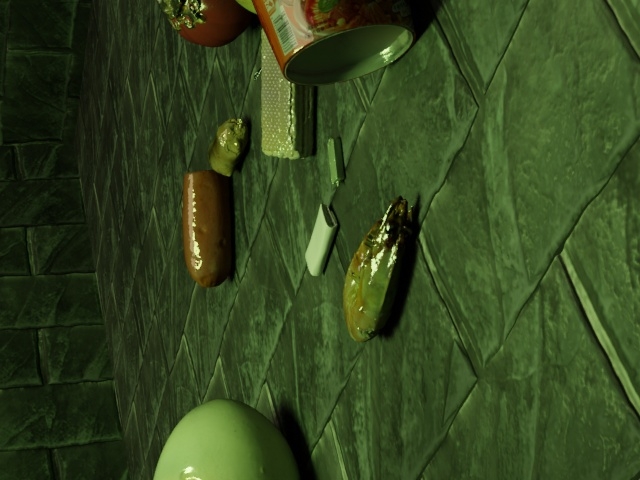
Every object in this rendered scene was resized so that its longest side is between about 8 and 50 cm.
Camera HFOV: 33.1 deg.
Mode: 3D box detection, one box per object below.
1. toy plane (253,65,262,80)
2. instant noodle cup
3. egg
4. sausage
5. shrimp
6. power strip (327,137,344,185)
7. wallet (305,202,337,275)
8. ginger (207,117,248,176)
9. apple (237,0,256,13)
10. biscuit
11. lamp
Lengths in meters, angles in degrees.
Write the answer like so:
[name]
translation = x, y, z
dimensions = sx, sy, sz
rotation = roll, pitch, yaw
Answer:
[toy plane]
translation = -0.078, -0.336, 1.991
dimensions = 0.121, 0.049, 0.031
rotation = -46, 48, 40
[instant noodle cup]
translation = 0.013, -0.343, 1.506
dimensions = 0.250, 0.250, 0.192
rotation = 139, 118, -64
[egg]
translation = -0.170, 0.461, 1.986
dimensions = 0.283, 0.282, 0.345
rotation = 128, 141, -59
[sausage]
translation = -0.250, -0.026, 2.381
dimensions = 0.113, 0.113, 0.259
rotation = 179, 90, -69
[shrimp]
translation = 0.083, 0.034, 1.594
dimensions = 0.145, 0.061, 0.267
rotation = -100, 18, -46
[power strip]
translation = 0.025, -0.129, 1.780
dimensions = 0.027, 0.017, 0.083
rotation = 143, 123, -66
[wallet]
translation = 0.000, 0.000, 1.848
dimensions = 0.122, 0.025, 0.061
rotation = 107, 150, -41
[ginger]
translation = -0.200, -0.195, 2.294
dimensions = 0.190, 0.068, 0.095
rotation = 127, 158, -60
[apple]
translation = -0.089, -0.441, 1.830
dimensions = 0.265, 0.193, 0.120
rotation = -128, 31, -53
[biscuit]
translation = -0.055, -0.264, 1.900
dimensions = 0.108, 0.061, 0.239
rotation = 14, 106, 53
[lamp]
translation = -0.216, -0.497, 2.128
dimensions = 0.227, 0.226, 0.227
rotation = 178, 90, -69
